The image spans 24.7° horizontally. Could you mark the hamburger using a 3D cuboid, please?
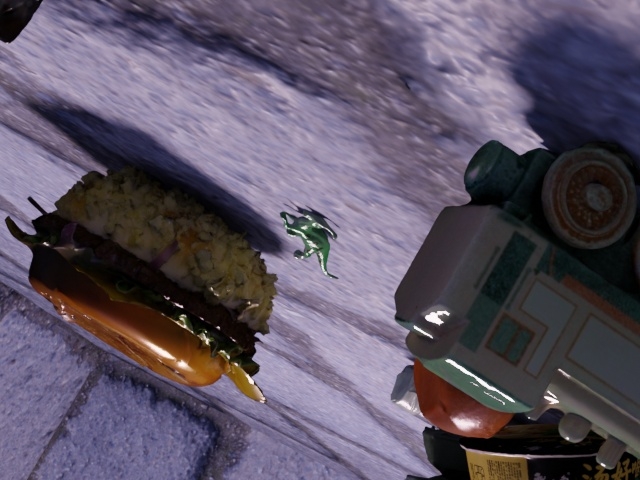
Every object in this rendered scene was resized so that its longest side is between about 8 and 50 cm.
[{"bbox_3d":[-0.146,0.030,1.277,0.262,0.138,0.243,18,162,44],"label":"hamburger"}]

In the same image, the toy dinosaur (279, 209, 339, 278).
[{"bbox_3d":[0.000,0.000,1.093,0.083,0.021,0.062,36,154,-25],"label":"toy dinosaur"}]

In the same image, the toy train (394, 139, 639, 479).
[{"bbox_3d":[0.132,0.038,0.662,0.194,0.125,0.081,33,172,-15],"label":"toy train"}]

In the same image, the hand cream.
[{"bbox_3d":[0.186,0.200,1.447,0.255,0.048,0.079,29,174,-14],"label":"hand cream"}]

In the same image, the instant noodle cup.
[{"bbox_3d":[0.184,0.210,1.148,0.151,0.122,0.151,0,-179,0],"label":"instant noodle cup"}]

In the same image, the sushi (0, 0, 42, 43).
[{"bbox_3d":[-0.180,-0.149,0.701,0.084,0.094,0.098,18,148,32],"label":"sushi"}]

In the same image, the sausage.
[{"bbox_3d":[0.115,0.107,1.110,0.089,0.089,0.179,29,171,2],"label":"sausage"}]

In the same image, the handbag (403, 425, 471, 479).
[{"bbox_3d":[0.240,0.261,1.373,0.260,0.079,0.247,1,151,43],"label":"handbag"}]
